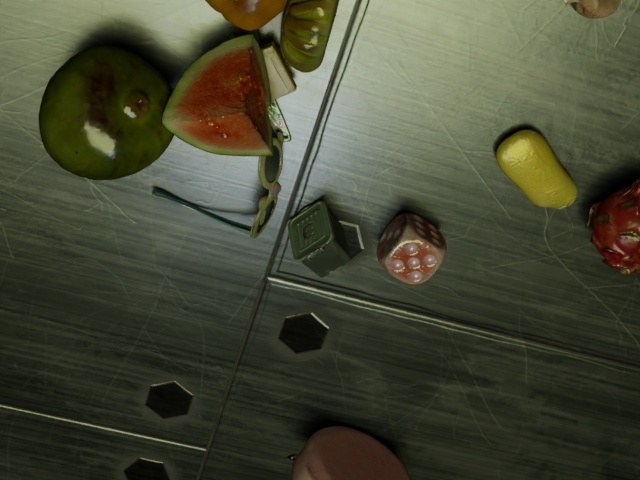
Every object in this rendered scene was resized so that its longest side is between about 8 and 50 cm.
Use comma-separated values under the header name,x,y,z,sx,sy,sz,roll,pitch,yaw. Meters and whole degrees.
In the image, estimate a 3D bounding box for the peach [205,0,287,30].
name,x,y,z,sx,sy,sz,roll,pitch,yaw
peach,-0.110,-0.382,1.412,0.138,0.138,0.138,-1,120,-1

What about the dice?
name,x,y,z,sx,sy,sz,roll,pitch,yaw
dice,0.157,0.014,1.668,0.094,0.093,0.091,31,115,-18

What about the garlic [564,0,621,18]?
name,x,y,z,sx,sy,sz,roll,pitch,yaw
garlic,0.389,-0.413,1.430,0.124,0.099,0.174,-25,118,-4

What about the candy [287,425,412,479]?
name,x,y,z,sx,sy,sz,roll,pitch,yaw
candy,0.058,0.465,1.845,0.255,0.255,0.094,24,117,-15

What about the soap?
name,x,y,z,sx,sy,sz,roll,pitch,yaw
soap,0.366,-0.116,1.633,0.089,0.033,0.168,-32,116,18

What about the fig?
name,x,y,z,sx,sy,sz,roll,pitch,yaw
fig,-0.343,-0.192,1.499,0.203,0.203,0.225,46,144,-23

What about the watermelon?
name,x,y,z,sx,sy,sz,roll,pitch,yaw
watermelon,-0.140,-0.225,1.476,0.193,0.145,0.137,13,157,-31

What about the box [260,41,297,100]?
name,x,y,z,sx,sy,sz,roll,pitch,yaw
box,-0.125,-0.249,1.534,0.155,0.023,0.087,-21,118,16

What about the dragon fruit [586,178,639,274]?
name,x,y,z,sx,sy,sz,roll,pitch,yaw
dragon fruit,0.524,-0.029,1.640,0.133,0.136,0.166,25,116,31

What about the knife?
name,x,y,z,sx,sy,sz,roll,pitch,yaw
knife,-0.096,-0.245,1.557,0.030,0.014,0.207,-21,120,11

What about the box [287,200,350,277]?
name,x,y,z,sx,sy,sz,roll,pitch,yaw
box,0.000,0.000,1.645,0.084,0.122,0.069,-34,127,18

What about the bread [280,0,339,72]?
name,x,y,z,sx,sy,sz,roll,pitch,yaw
bread,-0.018,-0.320,1.474,0.083,0.094,0.157,7,139,-12

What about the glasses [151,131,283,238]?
name,x,y,z,sx,sy,sz,roll,pitch,yaw
glasses,-0.175,-0.097,1.595,0.220,0.088,0.189,7,124,-4
